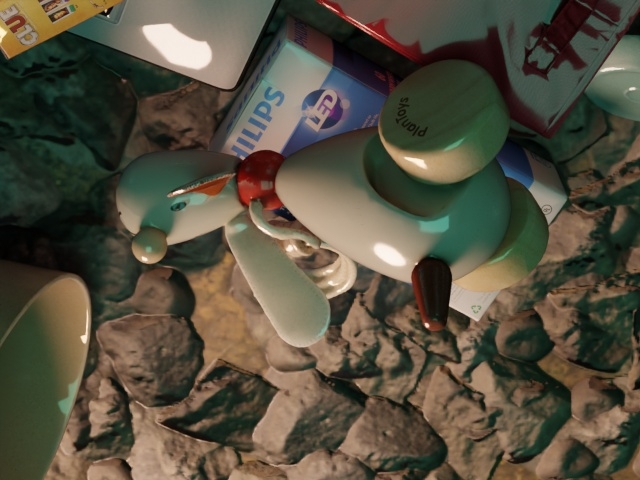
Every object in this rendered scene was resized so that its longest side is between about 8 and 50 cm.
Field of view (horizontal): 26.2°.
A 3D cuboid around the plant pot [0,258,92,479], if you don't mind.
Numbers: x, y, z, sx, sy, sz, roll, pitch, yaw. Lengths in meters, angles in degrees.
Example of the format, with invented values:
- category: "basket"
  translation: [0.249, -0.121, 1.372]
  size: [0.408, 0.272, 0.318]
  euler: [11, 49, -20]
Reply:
- category: "plant pot"
  translation: [-0.364, 0.102, 1.114]
  size: [0.274, 0.256, 0.257]
  euler: [20, 116, 9]

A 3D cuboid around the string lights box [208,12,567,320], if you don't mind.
- category: "string lights box"
  translation: [0.052, -0.057, 1.109]
  size: [0.259, 0.077, 0.133]
  euler: [28, 113, -13]

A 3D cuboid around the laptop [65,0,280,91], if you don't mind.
- category: "laptop"
  translation: [-0.189, -0.241, 0.872]
  size: [0.407, 0.236, 0.382]
  euler: [20, 131, -12]

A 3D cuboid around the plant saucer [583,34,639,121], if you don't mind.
- category: "plant saucer"
  translation: [0.249, -0.120, 1.065]
  size: [0.119, 0.119, 0.021]
  euler: [20, 72, -10]

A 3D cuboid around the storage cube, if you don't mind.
- category: "storage cube"
  translation: [0.124, -0.218, 0.960]
  size: [0.193, 0.215, 0.184]
  euler: [30, 113, -7]

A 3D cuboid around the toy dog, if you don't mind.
- category: "toy dog"
  translation: [0.000, 0.000, 0.955]
  size: [0.220, 0.161, 0.333]
  euler: [39, 140, -27]

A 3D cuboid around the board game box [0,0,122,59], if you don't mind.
- category: "board game box"
  translation: [-0.176, -0.232, 0.839]
  size: [0.165, 0.042, 0.243]
  euler: [-27, 147, -1]
